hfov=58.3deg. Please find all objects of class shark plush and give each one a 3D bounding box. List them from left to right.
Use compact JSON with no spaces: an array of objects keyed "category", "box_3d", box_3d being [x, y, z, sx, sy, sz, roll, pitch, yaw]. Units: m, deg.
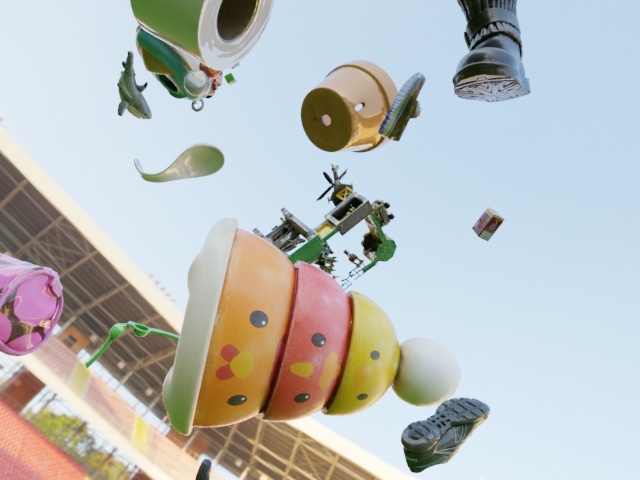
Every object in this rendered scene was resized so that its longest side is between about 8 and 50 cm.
[{"category":"shark plush","box_3d":[-0.426,-0.357,1.319,0.067,0.073,0.161,5,-63,-2]}]

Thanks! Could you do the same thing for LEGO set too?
[{"category":"LEGO set","box_3d":[0.000,0.000,1.373,0.192,0.331,0.255,40,-9,49]}]

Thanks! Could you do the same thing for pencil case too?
[{"category":"pencil case","box_3d":[-0.355,0.046,0.585,0.209,0.098,0.095,15,-50,25]}]

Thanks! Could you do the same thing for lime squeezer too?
[{"category":"lime squeezer","box_3d":[-0.573,0.300,1.756,0.059,0.311,0.109,122,-45,-78]}]

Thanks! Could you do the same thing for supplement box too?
[{"category":"supplement box","box_3d":[0.497,-0.048,1.701,0.043,0.055,0.083,24,-66,-22]}]

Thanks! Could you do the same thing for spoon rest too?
[{"category":"spoon rest","box_3d":[-0.429,-0.230,1.755,0.277,0.084,0.137,-11,-33,2]}]

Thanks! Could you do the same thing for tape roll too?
[{"category":"tape roll","box_3d":[-0.222,-0.480,1.114,0.169,0.246,0.246,32,-36,14]}]

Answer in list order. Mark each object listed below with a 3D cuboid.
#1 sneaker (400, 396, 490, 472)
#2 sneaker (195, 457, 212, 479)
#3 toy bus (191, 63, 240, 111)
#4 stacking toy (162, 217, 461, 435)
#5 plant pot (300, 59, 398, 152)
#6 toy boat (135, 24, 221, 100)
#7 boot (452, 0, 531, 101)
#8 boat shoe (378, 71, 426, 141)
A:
[{"category":"sneaker","box_3d":[0.300,0.462,1.377,0.101,0.268,0.106,21,-58,57]},{"category":"sneaker","box_3d":[-0.214,0.527,1.131,0.089,0.170,0.051,13,-18,3]},{"category":"toy bus","box_3d":[-0.356,-0.519,1.806,0.191,0.202,0.104,49,5,9]},{"category":"stacking toy","box_3d":[0.010,0.173,0.955,0.480,0.350,0.350,12,-36,-8]},{"category":"plant pot","box_3d":[0.077,-0.395,1.782,0.291,0.203,0.290,21,-54,32]},{"category":"toy boat","box_3d":[-0.388,-0.475,1.579,0.318,0.148,0.267,21,-21,41]},{"category":"boot","box_3d":[0.354,-0.439,1.223,0.131,0.348,0.260,-6,-85,27]},{"category":"boat shoe","box_3d":[0.220,-0.338,1.465,0.066,0.066,0.183,26,-72,-19]}]
